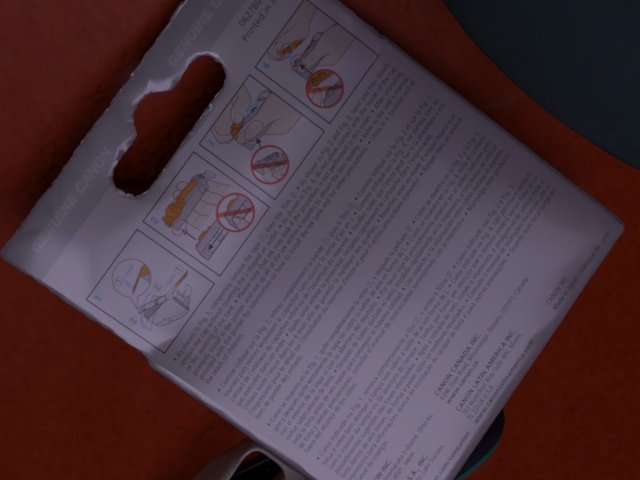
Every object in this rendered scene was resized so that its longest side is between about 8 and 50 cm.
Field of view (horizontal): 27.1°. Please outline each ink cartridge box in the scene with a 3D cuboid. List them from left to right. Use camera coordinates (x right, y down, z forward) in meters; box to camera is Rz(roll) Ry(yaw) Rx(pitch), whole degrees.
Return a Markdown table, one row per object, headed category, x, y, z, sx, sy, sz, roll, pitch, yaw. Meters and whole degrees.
| category | x | y | z | sx | sy | sz | roll | pitch | yaw |
| --- | --- | --- | --- | --- | --- | --- | --- | --- | --- |
| ink cartridge box | 0.000 | 0.000 | 0.603 | 0.225 | 0.056 | 0.181 | 36 | 86 | -9 |

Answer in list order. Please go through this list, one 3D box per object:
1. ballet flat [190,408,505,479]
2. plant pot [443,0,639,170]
| category | x | y | z | sx | sy | sz | roll | pitch | yaw |
| --- | --- | --- | --- | --- | --- | --- | --- | --- | --- |
| ballet flat | -0.005 | 0.118 | 0.666 | 0.203 | 0.074 | 0.074 | -29 | 121 | 2 |
| plant pot | 0.167 | -0.157 | 0.459 | 0.293 | 0.293 | 0.235 | 19 | 131 | -24 |
